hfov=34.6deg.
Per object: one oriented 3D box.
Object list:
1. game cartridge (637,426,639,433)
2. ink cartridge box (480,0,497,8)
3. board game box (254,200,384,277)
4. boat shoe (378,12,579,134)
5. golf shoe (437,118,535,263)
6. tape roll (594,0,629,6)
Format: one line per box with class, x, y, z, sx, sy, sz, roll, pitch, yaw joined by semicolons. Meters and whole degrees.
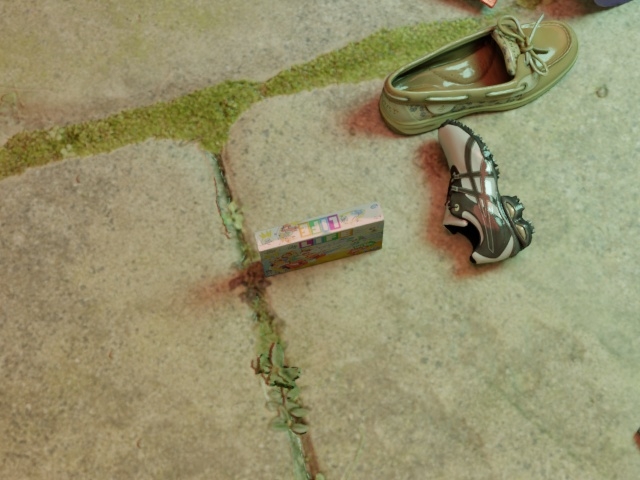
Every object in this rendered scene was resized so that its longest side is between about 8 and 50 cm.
game cartridge;0.421;0.223;1.215;0.083;0.017;0.056;-24;75;-7
ink cartridge box;0.187;-0.488;1.386;0.275;0.060;0.238;32;74;-9
board game box;0.000;0.000;1.260;0.154;0.103;0.026;-14;70;-3
boat shoe;0.214;-0.223;1.342;0.285;0.089;0.104;-25;71;-8
golf shoe;0.184;-0.062;1.293;0.094;0.077;0.198;-26;70;-7
tape roll;0.419;-0.399;1.348;0.189;0.189;0.080;-26;71;-8
